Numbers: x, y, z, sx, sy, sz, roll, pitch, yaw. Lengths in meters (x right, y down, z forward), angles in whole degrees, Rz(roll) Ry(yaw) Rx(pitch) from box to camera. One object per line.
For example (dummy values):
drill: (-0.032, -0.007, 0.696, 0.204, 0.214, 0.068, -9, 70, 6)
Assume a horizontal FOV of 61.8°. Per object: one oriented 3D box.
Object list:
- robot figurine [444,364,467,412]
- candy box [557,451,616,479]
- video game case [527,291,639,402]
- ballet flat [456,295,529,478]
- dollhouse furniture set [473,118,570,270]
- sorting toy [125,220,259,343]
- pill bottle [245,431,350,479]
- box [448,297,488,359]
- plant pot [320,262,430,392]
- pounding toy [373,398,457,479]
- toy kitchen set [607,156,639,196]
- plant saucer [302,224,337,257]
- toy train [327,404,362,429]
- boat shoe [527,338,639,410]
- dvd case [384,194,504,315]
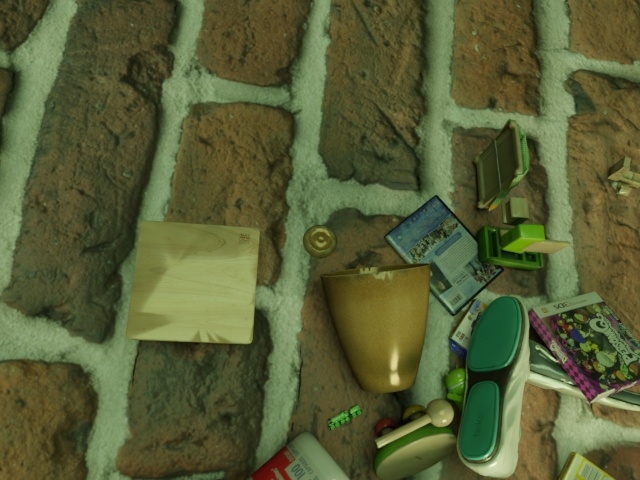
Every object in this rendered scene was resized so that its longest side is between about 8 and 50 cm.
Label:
robot figurine: (0.324, 0.337, 1.196, 0.101, 0.067, 0.115, -21, 74, -39)
candy box: (0.626, 0.575, 1.185, 0.206, 0.027, 0.105, 36, 77, 3)
video game case: (0.617, 0.232, 1.214, 0.210, 0.041, 0.232, -9, 50, -23)
ballet flat: (0.381, 0.308, 1.136, 0.139, 0.139, 0.400, 24, 55, 0)
dollhouse furniture set: (0.482, -0.105, 1.273, 0.151, 0.197, 0.301, 7, 68, -11)
sorting toy: (-0.271, 0.098, 1.178, 0.257, 0.089, 0.255, 4, 73, -7)
pill bottle: (-0.113, 0.573, 0.985, 0.408, 0.229, 0.229, -37, 81, -16)
box: (0.363, 0.213, 1.259, 0.081, 0.028, 0.136, 36, 71, 4)
plant pot: (0.131, 0.186, 1.154, 0.237, 0.237, 0.254, -6, 91, -9)
pounding toy: (0.177, 0.391, 1.106, 0.183, 0.236, 0.110, -18, 48, -8)
toy kitchen set: (0.812, -0.163, 1.403, 0.083, 0.075, 0.068, 18, 73, 3)
plant saucer: (0.000, 0.000, 1.281, 0.083, 0.015, 0.083, 2, 73, -7)
toy train: (0.052, 0.387, 1.173, 0.083, 0.017, 0.023, -24, 68, -13)
boat shoe: (0.597, 0.309, 1.216, 0.320, 0.116, 0.099, 16, 76, 3)
dvd case: (0.303, 0.032, 1.308, 0.180, 0.022, 0.253, -38, 81, -17)
